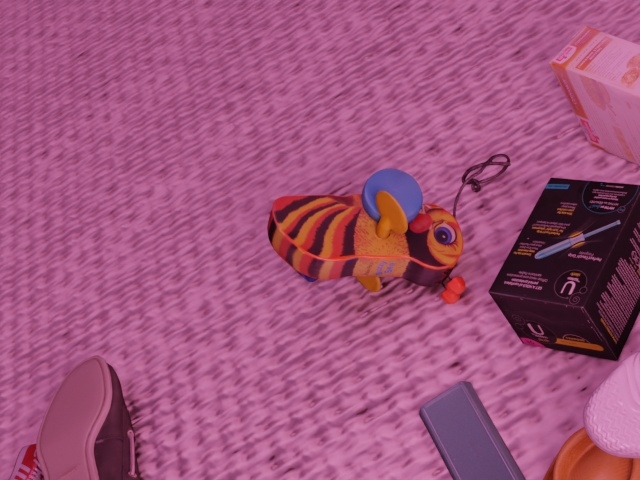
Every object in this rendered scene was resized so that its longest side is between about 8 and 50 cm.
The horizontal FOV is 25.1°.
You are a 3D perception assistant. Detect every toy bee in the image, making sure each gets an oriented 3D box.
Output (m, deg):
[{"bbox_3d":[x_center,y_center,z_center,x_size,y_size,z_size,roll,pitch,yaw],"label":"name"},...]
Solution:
[{"bbox_3d":[0.098,-0.002,1.654,0.298,0.195,0.162,-20,66,4],"label":"toy bee"}]

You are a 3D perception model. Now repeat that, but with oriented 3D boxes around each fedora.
[{"bbox_3d":[0.277,0.225,1.358,0.194,0.079,0.194,-20,42,19],"label":"fedora"}]

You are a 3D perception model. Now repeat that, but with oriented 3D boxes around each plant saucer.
[{"bbox_3d":[0.160,0.222,1.498,0.067,0.018,0.192,-33,40,5],"label":"plant saucer"}]

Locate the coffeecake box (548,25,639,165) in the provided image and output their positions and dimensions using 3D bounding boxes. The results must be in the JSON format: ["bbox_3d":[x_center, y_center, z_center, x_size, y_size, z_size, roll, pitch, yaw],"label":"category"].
[{"bbox_3d":[0.362,-0.148,1.610,0.068,0.142,0.185,-45,40,-11],"label":"coffeecake box"}]

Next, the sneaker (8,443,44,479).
[{"bbox_3d":[-0.349,0.295,1.783,0.067,0.042,0.118,-21,40,24],"label":"sneaker"}]

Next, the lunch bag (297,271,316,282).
[{"bbox_3d":[0.000,0.000,1.793,0.098,0.067,0.065,-39,40,-4],"label":"lunch bag"}]

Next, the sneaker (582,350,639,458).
[{"bbox_3d":[0.345,0.144,1.306,0.268,0.153,0.101,-20,69,-18],"label":"sneaker"}]

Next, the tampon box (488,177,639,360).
[{"bbox_3d":[0.278,0.029,1.531,0.120,0.101,0.161,9,58,42],"label":"tampon box"}]

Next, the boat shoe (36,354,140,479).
[{"bbox_3d":[-0.270,0.280,1.718,0.112,0.095,0.335,-29,35,14],"label":"boat shoe"}]
